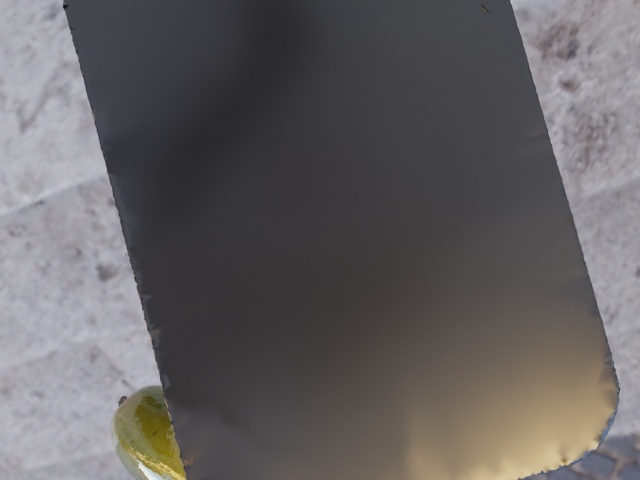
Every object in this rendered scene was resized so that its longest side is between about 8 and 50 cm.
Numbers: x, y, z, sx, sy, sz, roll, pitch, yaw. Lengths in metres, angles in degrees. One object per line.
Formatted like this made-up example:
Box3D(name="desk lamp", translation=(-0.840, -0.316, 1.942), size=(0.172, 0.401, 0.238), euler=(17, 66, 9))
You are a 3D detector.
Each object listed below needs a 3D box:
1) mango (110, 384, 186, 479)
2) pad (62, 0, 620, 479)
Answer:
Box3D(name="mango", translation=(-0.085, 0.176, 1.052), size=(0.191, 0.085, 0.122), euler=(26, 156, 34))
Box3D(name="pad", translation=(0.006, -0.023, 0.551), size=(0.181, 0.004, 0.267), euler=(-14, 85, -2))
